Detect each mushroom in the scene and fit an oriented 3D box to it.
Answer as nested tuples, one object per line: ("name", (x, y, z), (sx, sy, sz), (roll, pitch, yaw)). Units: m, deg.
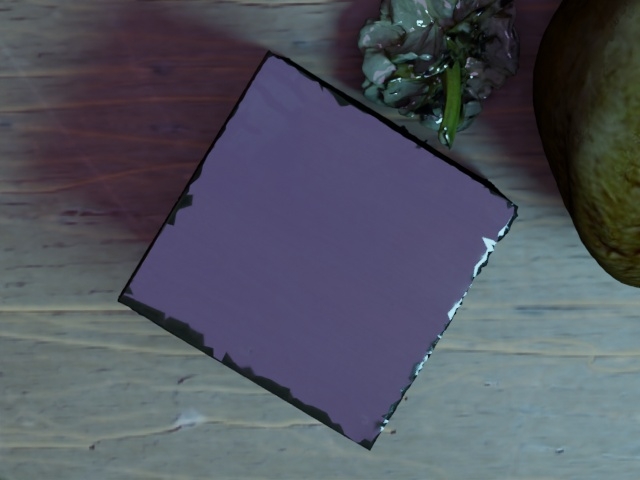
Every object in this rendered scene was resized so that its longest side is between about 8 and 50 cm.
("mushroom", (0.252, -0.114, 0.925), (0.283, 0.263, 0.195), (-41, 59, 28))

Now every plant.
("plant", (0.078, -0.115, 0.985), (0.104, 0.122, 0.116), (10, 123, -7))

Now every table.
("table", (0.000, 0.000, 0.966), (0.169, 0.193, 0.172), (32, 96, -3))
